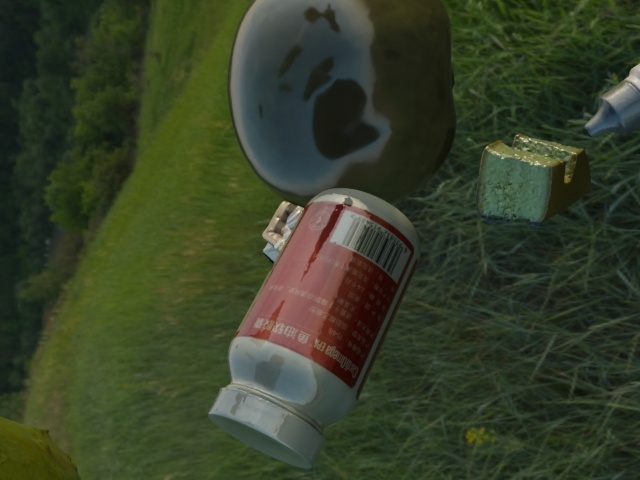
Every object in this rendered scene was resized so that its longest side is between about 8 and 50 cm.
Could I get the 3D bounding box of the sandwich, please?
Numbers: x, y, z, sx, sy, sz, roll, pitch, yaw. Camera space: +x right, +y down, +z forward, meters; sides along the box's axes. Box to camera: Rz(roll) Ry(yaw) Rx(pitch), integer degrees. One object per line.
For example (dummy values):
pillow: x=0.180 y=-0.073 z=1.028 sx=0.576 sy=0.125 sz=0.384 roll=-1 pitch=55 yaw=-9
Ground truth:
sandwich: x=0.375 y=-0.109 z=1.234 sx=0.122 sy=0.236 sz=0.128 roll=19 pitch=117 yaw=35

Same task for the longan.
longan: x=0.036 y=-0.219 z=1.020 sx=0.361 sy=0.361 sz=0.360 roll=-1 pitch=89 yaw=59

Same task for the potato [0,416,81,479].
potato: x=-0.240 y=0.177 z=0.450 sx=0.253 sy=0.186 sz=0.148 roll=84 pitch=-157 yaw=-69

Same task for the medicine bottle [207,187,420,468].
medicine bottle: x=-0.003 y=0.079 z=0.696 sx=0.131 sy=0.131 sz=0.250 roll=-18 pitch=40 yaw=58

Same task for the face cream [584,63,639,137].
face cream: x=0.526 y=-0.244 z=1.055 sx=0.311 sy=0.092 sz=0.092 roll=-33 pitch=52 yaw=8

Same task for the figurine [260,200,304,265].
figurine: x=-0.002 y=0.003 z=1.280 sx=0.141 sy=0.162 sz=0.237 roll=-50 pitch=27 yaw=-15
